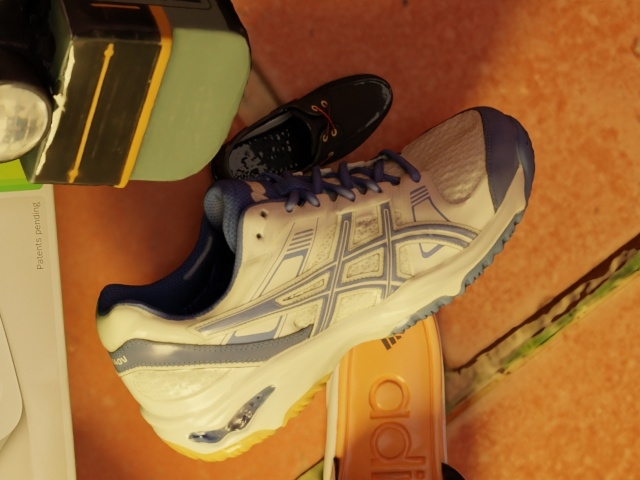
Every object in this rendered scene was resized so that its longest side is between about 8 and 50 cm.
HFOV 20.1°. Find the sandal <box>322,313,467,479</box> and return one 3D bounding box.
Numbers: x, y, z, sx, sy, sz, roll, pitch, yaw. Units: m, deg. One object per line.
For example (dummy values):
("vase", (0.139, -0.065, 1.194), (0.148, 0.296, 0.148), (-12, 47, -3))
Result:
("sandal", (0.049, 0.156, 1.141), (0.102, 0.076, 0.265), (-5, 91, -16))

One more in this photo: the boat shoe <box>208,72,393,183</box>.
("boat shoe", (-0.007, -0.067, 1.144), (0.133, 0.042, 0.049), (-28, 96, -17))

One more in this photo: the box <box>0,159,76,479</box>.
("box", (-0.268, 0.047, 1.022), (0.231, 0.127, 0.262), (-4, 91, -19))

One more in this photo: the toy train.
("toy train", (-0.166, -0.155, 0.975), (0.190, 0.334, 0.142), (2, 128, -28))

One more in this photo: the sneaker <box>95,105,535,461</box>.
("sneaker", (0.000, 0.000, 1.091), (0.296, 0.112, 0.131), (-40, 116, -11))
